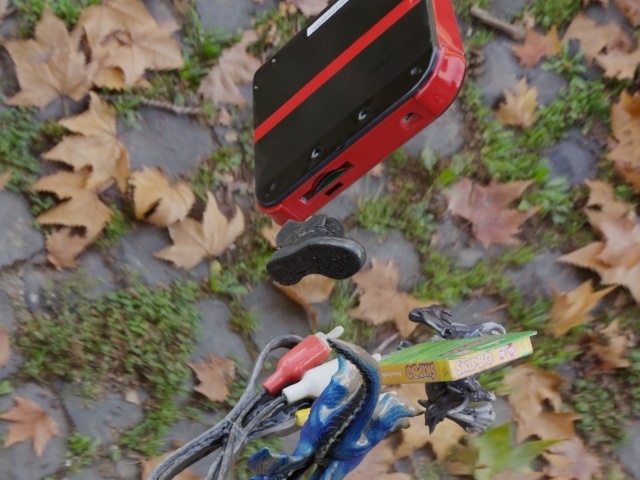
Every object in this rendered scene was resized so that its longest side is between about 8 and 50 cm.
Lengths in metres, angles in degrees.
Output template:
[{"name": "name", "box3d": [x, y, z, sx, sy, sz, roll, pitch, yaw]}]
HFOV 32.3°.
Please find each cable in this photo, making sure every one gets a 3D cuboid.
[{"name": "cable", "box3d": [-0.067, 0.171, 1.115, 0.287, 0.072, 0.139, -23, 58, -33]}]

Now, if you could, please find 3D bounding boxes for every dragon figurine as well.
[{"name": "dragon figurine", "box3d": [0.002, 0.166, 0.857, 0.085, 0.289, 0.144, 37, 76, 8]}]

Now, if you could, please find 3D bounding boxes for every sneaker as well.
[{"name": "sneaker", "box3d": [0.002, 0.002, 1.169, 0.051, 0.170, 0.089, 54, 52, -18]}]

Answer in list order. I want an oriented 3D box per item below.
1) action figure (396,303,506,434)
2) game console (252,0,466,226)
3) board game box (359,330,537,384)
[{"name": "action figure", "box3d": [0.201, 0.184, 1.587, 0.141, 0.275, 0.164, 16, 102, -13]}, {"name": "game console", "box3d": [0.040, -0.230, 1.595, 0.060, 0.386, 0.342, 30, 39, -32]}, {"name": "board game box", "box3d": [0.151, 0.149, 1.386, 0.124, 0.259, 0.039, -15, 86, -29]}]
